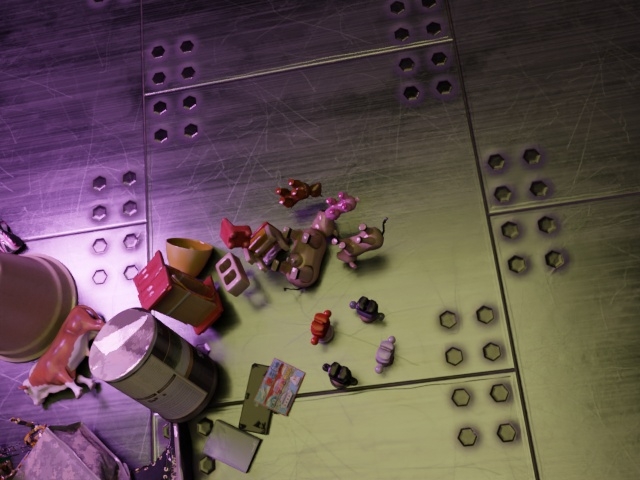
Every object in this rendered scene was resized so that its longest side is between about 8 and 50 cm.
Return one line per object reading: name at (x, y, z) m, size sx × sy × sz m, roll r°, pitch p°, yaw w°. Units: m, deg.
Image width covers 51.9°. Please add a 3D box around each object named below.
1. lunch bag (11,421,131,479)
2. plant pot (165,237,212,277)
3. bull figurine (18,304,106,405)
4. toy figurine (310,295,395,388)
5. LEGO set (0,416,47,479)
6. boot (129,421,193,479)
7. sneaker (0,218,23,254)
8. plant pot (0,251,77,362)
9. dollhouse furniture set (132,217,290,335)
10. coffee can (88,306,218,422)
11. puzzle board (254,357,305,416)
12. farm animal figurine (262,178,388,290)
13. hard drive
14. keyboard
lunch bag at (-0.637, 0.653, 1.710) m, size 0.287 × 0.169 × 0.235 m, roll 35°, pitch 92°, yaw 22°
plant pot at (-0.384, 0.055, 1.889) m, size 0.134 × 0.134 × 0.095 m, roll 15°, pitch 101°, yaw 13°
bull figurine at (-0.711, 0.339, 1.863) m, size 0.188 × 0.101 × 0.311 m, roll 24°, pitch 81°, yaw 11°
toy figurine at (0.087, 0.268, 1.736) m, size 0.209 × 0.148 × 0.213 m, roll -23°, pitch 69°, yaw -4°
LEGO set at (-0.891, 0.561, 1.732) m, size 0.192 × 0.331 × 0.255 m, roll 38°, pitch 103°, yaw 19°
boot at (-0.437, 0.591, 1.752) m, size 0.178 × 0.085 × 0.237 m, roll -12°, pitch 71°, yaw 9°
sneaker at (-1.006, -0.013, 2.033) m, size 0.178 × 0.072 × 0.077 m, roll 40°, pitch 94°, yaw 23°
plant pot at (-0.912, 0.156, 1.840) m, size 0.333 × 0.305 × 0.334 m, roll -3°, pitch 73°, yaw 9°
dollhouse furniture set at (-0.295, 0.060, 1.756) m, size 0.374 × 0.201 × 0.152 m, roll -45°, pitch 43°, yaw 11°
coffee can at (-0.424, 0.325, 1.695) m, size 0.201 × 0.275 × 0.202 m, roll -17°, pitch 49°, yaw 20°
puzzle board at (-0.109, 0.395, 1.774) m, size 0.096 × 0.011 × 0.128 m, roll 26°, pitch 74°, yaw 0°
farm animal figurine at (0.000, 0.000, 1.812) m, size 0.330 × 0.172 × 0.327 m, roll 39°, pitch 102°, yaw 31°
hard drive at (-0.237, 0.550, 1.762) m, size 0.135 × 0.022 × 0.094 m, roll 21°, pitch 78°, yaw 14°
keyboard at (-0.151, 0.431, 1.781) m, size 0.108 × 0.023 × 0.180 m, roll 11°, pitch 76°, yaw 2°
